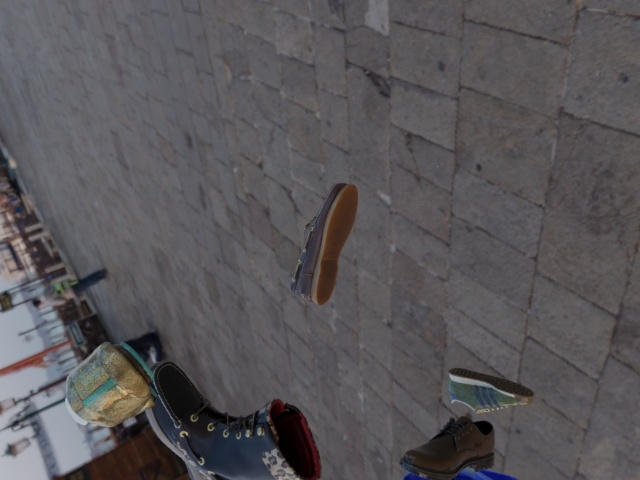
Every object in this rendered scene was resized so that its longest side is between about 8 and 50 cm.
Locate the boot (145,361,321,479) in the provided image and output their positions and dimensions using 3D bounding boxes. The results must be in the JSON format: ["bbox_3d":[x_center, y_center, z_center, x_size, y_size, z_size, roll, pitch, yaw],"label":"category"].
[{"bbox_3d":[-0.188,0.386,1.246,0.284,0.138,0.377,-29,90,32],"label":"boot"}]

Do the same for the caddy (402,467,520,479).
[{"bbox_3d":[0.374,0.671,1.555,0.341,0.241,0.179,-6,88,48],"label":"caddy"}]

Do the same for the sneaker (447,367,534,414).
[{"bbox_3d":[0.379,0.355,1.355,0.192,0.064,0.086,12,105,29],"label":"sneaker"}]

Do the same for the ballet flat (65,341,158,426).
[{"bbox_3d":[-0.309,0.220,0.877,0.123,0.123,0.348,63,159,8],"label":"ballet flat"}]

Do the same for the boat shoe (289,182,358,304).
[{"bbox_3d":[0.000,0.000,0.989,0.073,0.073,0.206,20,93,36],"label":"boat shoe"}]

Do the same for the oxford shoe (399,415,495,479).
[{"bbox_3d":[0.218,0.347,1.023,0.083,0.227,0.096,12,96,46],"label":"oxford shoe"}]
